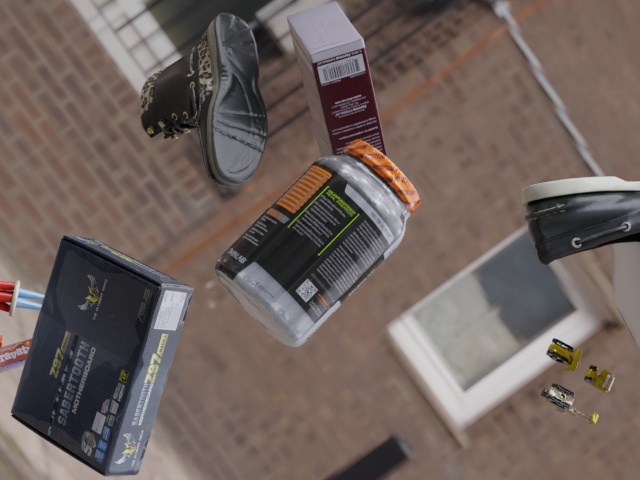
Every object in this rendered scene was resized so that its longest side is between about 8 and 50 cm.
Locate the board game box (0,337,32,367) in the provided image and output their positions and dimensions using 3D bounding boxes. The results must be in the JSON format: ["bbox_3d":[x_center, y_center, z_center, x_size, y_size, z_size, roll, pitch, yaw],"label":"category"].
[{"bbox_3d":[-0.409,0.155,1.918,0.281,0.145,0.027,-22,-94,64],"label":"board game box"}]

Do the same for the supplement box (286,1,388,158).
[{"bbox_3d":[0.028,-0.169,1.883,0.130,0.073,0.239,-116,-169,-55],"label":"supplement box"}]

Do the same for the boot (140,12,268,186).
[{"bbox_3d":[-0.154,-0.152,1.872,0.085,0.179,0.236,16,60,-37],"label":"boot"}]

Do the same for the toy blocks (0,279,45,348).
[{"bbox_3d":[-0.462,0.107,2.044,0.148,0.123,0.054,12,18,-11],"label":"toy blocks"}]

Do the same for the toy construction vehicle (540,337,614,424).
[{"bbox_3d":[0.333,0.189,1.941,0.098,0.086,0.035,26,-26,-4],"label":"toy construction vehicle"}]

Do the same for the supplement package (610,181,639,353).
[{"bbox_3d":[0.486,0.066,1.928,0.262,0.145,0.204,-104,-177,-55],"label":"supplement package"}]

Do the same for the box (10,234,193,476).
[{"bbox_3d":[-0.255,0.130,1.692,0.183,0.232,0.059,24,9,39],"label":"box"}]

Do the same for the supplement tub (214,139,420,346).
[{"bbox_3d":[0.000,0.000,1.411,0.117,0.190,0.117,44,-10,9],"label":"supplement tub"}]

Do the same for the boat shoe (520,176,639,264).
[{"bbox_3d":[0.416,-0.017,1.786,0.127,0.340,0.113,138,-49,-76],"label":"boat shoe"}]
